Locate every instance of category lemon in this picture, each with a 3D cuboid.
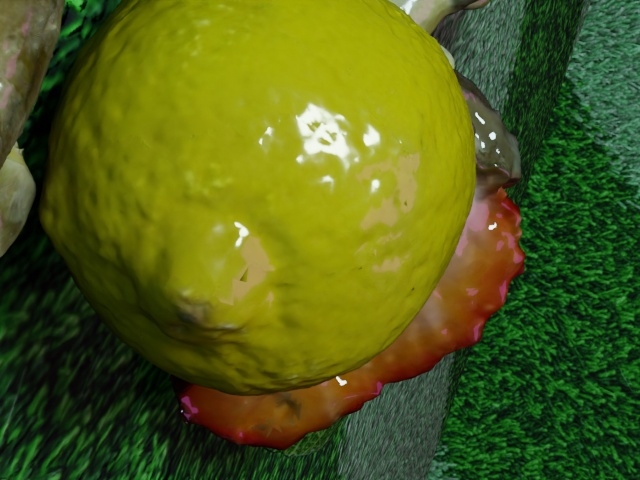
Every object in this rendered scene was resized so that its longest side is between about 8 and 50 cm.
[{"bbox_3d":[-0.030,-0.039,0.564,0.288,0.233,0.234,-66,168,-63],"label":"lemon"}]

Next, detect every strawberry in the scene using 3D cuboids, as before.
[{"bbox_3d":[0.000,0.000,0.822,0.336,0.265,0.149,-52,-150,8],"label":"strawberry"}]

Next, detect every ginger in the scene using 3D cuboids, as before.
[{"bbox_3d":[-0.156,-0.061,0.442,0.133,0.059,0.214,-24,132,-74],"label":"ginger"}]

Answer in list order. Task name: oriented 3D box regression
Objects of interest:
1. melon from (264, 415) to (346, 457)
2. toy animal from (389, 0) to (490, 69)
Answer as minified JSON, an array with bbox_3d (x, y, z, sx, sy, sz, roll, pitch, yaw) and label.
[{"bbox_3d":[0.015,0.031,0.981,0.196,0.124,0.323,15,96,-81],"label":"melon"},{"bbox_3d":[0.091,-0.222,0.929,0.233,0.121,0.168,-54,-164,-30],"label":"toy animal"}]
